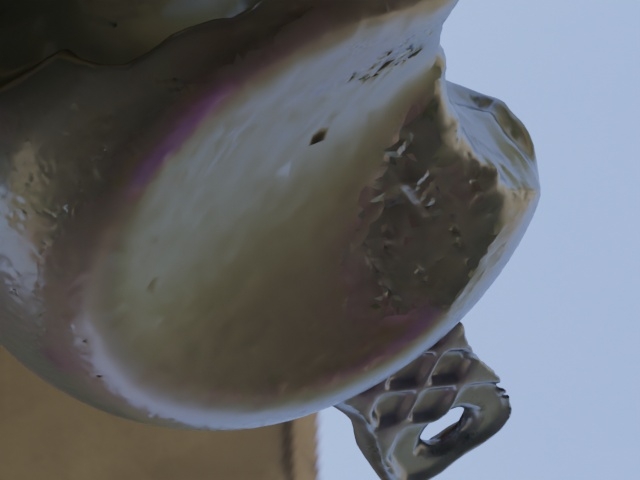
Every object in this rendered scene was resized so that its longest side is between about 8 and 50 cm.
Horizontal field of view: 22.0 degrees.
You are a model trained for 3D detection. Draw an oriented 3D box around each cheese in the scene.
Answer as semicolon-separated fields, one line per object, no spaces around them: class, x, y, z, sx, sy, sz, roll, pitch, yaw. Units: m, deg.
cheese;0.000;0.000;0.475;0.163;0.082;0.286;-36;-36;2
